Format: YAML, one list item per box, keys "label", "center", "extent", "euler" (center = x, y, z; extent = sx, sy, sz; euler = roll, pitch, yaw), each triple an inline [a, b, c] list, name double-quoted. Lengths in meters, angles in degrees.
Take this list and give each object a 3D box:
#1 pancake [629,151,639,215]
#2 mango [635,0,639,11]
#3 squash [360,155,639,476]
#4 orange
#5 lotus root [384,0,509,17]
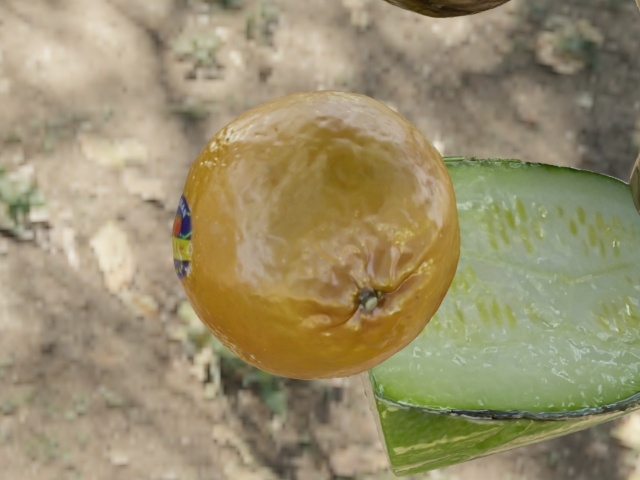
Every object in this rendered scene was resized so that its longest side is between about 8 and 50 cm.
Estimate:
- label: "pancake"
  center: [0.227, -0.119, 0.777]
  extent: [0.049, 0.294, 0.294]
  euler: [41, 49, 4]
- label: "mango"
  center: [0.340, -0.195, 1.545]
  extent: [0.193, 0.146, 0.316]
  euler: [18, 55, -35]
- label: "squash"
  center: [0.175, 0.045, 1.484]
  extent: [0.309, 0.210, 0.233]
  euler: [-15, 60, -1]
- label: "orange"
  center: [-0.002, -0.002, 1.144]
  extent: [0.177, 0.177, 0.155]
  euler: [-9, 5, -14]
- label: "lotus root"
  center: [0.062, -0.190, 0.972]
  extent: [0.128, 0.145, 0.260]
  euler: [19, 7, -30]
